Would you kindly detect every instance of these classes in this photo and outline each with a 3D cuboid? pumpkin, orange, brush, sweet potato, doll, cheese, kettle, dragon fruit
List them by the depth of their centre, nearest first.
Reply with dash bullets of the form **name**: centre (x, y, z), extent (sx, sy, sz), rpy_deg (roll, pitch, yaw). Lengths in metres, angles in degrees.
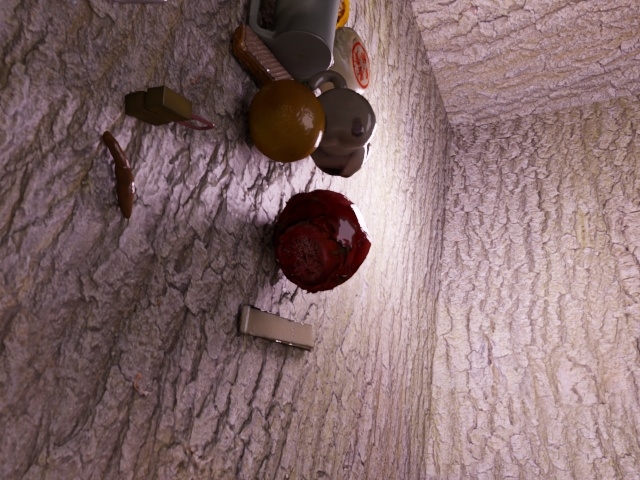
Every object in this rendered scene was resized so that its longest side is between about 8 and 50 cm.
- **sweet potato**: centre (-0.396, -0.131, 1.233), extent (0.044, 0.044, 0.179), rpy_deg (-24, 106, -65)
- **brush**: centre (-0.316, -0.276, 1.375), extent (0.233, 0.103, 0.047), rpy_deg (17, 70, -65)
- **orange**: centre (-0.096, -0.332, 1.731), extent (0.236, 0.236, 0.236), rpy_deg (-8, 90, -66)
- **cheese**: centre (-0.114, 0.252, 1.744), extent (0.400, 0.034, 0.085), rpy_deg (30, 60, -60)
- **dragon fruit**: centre (0.000, 0.000, 1.775), extent (0.301, 0.296, 0.295), rpy_deg (-76, 154, -78)
- **kettle**: centre (-0.065, -0.693, 1.879), extent (0.265, 0.205, 0.318), rpy_deg (36, 52, -46)
- **doll**: centre (0.063, -0.331, 1.951), extent (0.370, 0.215, 0.226), rpy_deg (83, 0, -60)
- **pumpkin**: centre (0.009, -0.845, 2.211), extent (0.280, 0.139, 0.190), rpy_deg (-67, 146, -53)

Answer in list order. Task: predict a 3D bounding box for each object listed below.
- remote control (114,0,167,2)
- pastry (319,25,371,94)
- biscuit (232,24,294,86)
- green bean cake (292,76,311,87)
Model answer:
- **remote control**: centre (-0.397, -0.560, 1.348), extent (0.229, 0.044, 0.073), rpy_deg (-41, 117, -61)
- **pastry**: centre (0.075, -0.589, 2.080), extent (0.265, 0.133, 0.264), rpy_deg (17, 70, -58)
- **biscuit**: centre (-0.139, -0.486, 1.849), extent (0.379, 0.054, 0.094), rpy_deg (41, 42, -50)
- **green bean cake**: centre (-0.044, -0.615, 2.094), extent (0.185, 0.094, 0.183), rpy_deg (-61, 138, -46)
